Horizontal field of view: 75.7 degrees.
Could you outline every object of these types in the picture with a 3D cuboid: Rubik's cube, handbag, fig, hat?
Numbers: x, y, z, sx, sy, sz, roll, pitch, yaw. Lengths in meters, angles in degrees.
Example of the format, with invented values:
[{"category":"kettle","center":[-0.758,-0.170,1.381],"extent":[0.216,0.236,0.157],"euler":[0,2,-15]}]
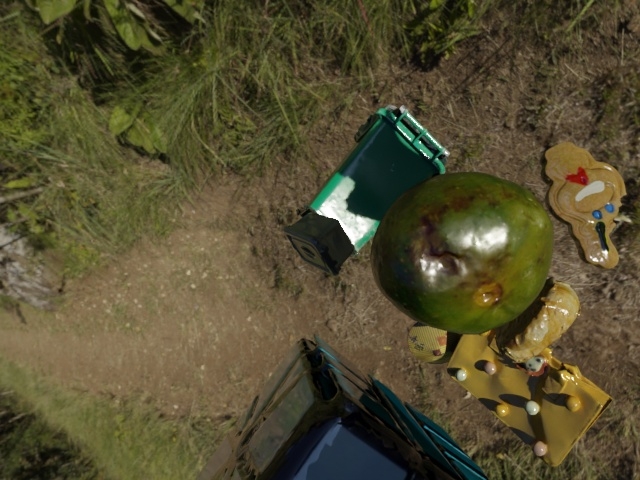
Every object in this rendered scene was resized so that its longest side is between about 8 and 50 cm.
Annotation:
[{"category":"Rubik's cube","center":[0.018,0.318,0.476],"extent":[0.283,0.288,0.294],"euler":[35,84,-5]},{"category":"handbag","center":[0.570,0.403,1.195],"extent":[0.401,0.132,0.283],"euler":[43,130,41]},{"category":"fig","center":[0.142,0.005,0.495],"extent":[0.245,0.195,0.196],"euler":[-139,60,-67]},{"category":"hat","center":[0.388,0.359,1.382],"extent":[0.192,0.082,0.193],"euler":[4,113,9]}]

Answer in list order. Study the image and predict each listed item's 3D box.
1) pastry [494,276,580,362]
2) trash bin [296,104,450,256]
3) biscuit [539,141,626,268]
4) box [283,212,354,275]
[{"category":"pastry","center":[0.504,0.187,0.976],"extent":[0.100,0.229,0.219],"euler":[38,99,8]},{"category":"trash bin","center":[0.141,-0.155,1.150],"extent":[0.259,0.295,0.381],"euler":[41,79,-7]},{"category":"biscuit","center":[0.639,-0.090,0.990],"extent":[0.183,0.047,0.321],"euler":[-2,77,6]},{"category":"box","center":[0.000,0.000,0.999],"extent":[0.172,0.093,0.124],"euler":[21,149,55]}]
